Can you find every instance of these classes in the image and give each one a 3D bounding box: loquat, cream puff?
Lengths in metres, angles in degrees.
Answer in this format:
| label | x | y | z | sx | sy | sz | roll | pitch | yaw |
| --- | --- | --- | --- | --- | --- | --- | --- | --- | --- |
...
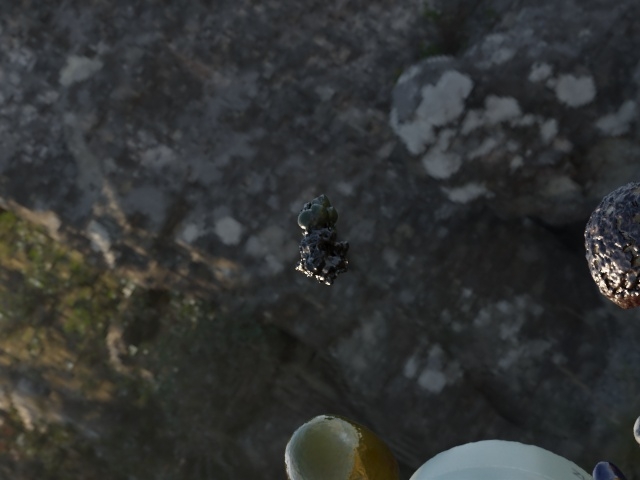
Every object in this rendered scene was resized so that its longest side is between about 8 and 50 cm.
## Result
| label | x | y | z | sx | sy | sz | roll | pitch | yaw |
| --- | --- | --- | --- | --- | --- | --- | --- | --- | --- |
| loquat | 0.034 | 0.313 | 1.469 | 0.152 | 0.152 | 0.195 | -57 | 46 | 22 |
| cream puff | 0.468 | -0.008 | 1.497 | 0.239 | 0.164 | 0.239 | -22 | -8 | -3 |

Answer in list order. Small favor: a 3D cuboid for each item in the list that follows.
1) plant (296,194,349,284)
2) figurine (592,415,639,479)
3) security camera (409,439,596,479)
| label | x | y | z | sx | sy | sz | roll | pitch | yaw |
| --- | --- | --- | --- | --- | --- | --- | --- | --- | --- |
| plant | 0.000 | 0.000 | 1.734 | 0.087 | 0.085 | 0.174 | 80 | -179 | -45 |
| figurine | 0.532 | 0.337 | 1.662 | 0.420 | 0.154 | 0.193 | 104 | -177 | -45 |
| security camera | 0.120 | 0.280 | 0.792 | 0.194 | 0.195 | 0.236 | -57 | 2 | 31 |
